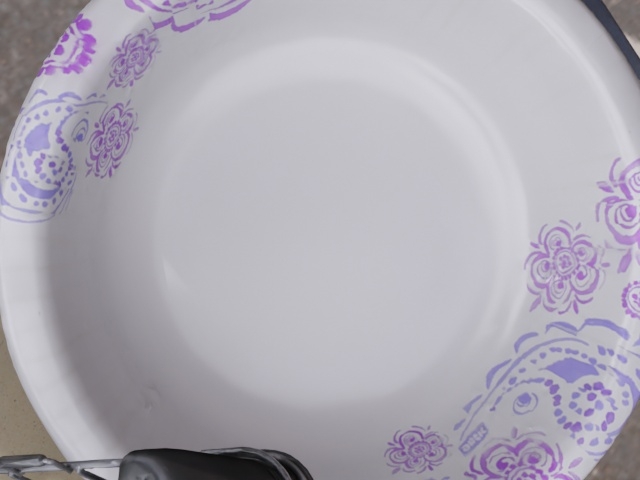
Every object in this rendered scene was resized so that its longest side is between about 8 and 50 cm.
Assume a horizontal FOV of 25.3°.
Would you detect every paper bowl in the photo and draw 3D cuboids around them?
[{"bbox_3d":[0.000,0.000,0.639,0.284,0.284,0.148,61,171,-8],"label":"paper bowl"}]

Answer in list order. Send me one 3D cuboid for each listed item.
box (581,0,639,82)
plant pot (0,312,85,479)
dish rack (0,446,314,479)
[{"bbox_3d":[0.182,-0.128,1.541,0.312,0.179,0.343,-43,131,4],"label":"box"},{"bbox_3d":[-0.227,0.185,1.033,0.284,0.191,0.284,18,138,17],"label":"plant pot"},{"bbox_3d":[-0.134,0.174,0.491,0.272,0.074,0.208,-9,66,34],"label":"dish rack"}]
